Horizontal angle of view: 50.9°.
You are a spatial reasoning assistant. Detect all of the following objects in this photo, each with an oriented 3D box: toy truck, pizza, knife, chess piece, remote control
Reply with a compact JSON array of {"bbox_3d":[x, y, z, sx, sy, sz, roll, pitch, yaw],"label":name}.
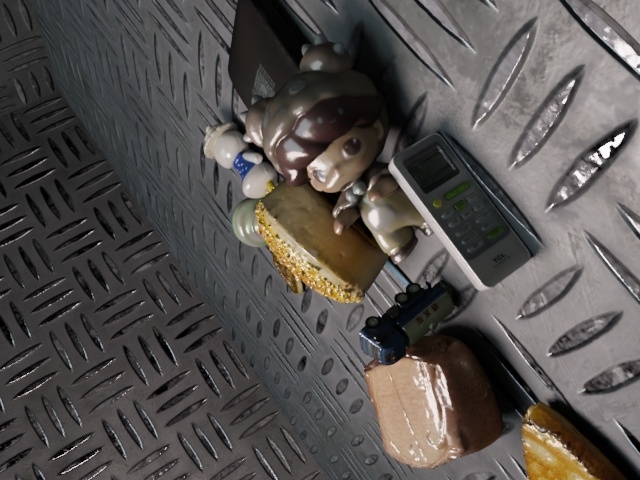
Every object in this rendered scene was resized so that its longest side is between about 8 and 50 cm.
[{"bbox_3d":[0.168,0.152,1.266,0.088,0.202,0.074,37,150,36],"label":"toy truck"},{"bbox_3d":[0.465,0.437,1.178,0.251,0.074,0.287,36,151,46],"label":"pizza"},{"bbox_3d":[0.121,0.024,1.456,0.313,0.019,0.044,50,165,20],"label":"knife"},{"bbox_3d":[-0.107,-0.041,1.750,0.272,0.139,0.139,9,128,50],"label":"chess piece"},{"bbox_3d":[0.213,-0.046,1.038,0.250,0.103,0.034,56,161,10],"label":"remote control"}]

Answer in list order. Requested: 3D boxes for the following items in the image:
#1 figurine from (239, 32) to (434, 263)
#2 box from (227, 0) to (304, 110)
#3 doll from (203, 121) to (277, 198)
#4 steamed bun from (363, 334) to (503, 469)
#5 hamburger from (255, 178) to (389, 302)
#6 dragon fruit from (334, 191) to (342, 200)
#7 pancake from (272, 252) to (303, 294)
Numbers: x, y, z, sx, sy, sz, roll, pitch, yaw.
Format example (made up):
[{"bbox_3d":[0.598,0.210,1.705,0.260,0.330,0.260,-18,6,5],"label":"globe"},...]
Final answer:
[{"bbox_3d":[0.052,-0.142,1.141,0.380,0.203,0.248,49,124,-3],"label":"figurine"},{"bbox_3d":[-0.086,-0.320,1.366,0.290,0.073,0.289,55,158,10],"label":"box"},{"bbox_3d":[-0.200,-0.202,1.739,0.293,0.119,0.138,44,147,20],"label":"doll"},{"bbox_3d":[0.240,0.312,1.360,0.301,0.199,0.251,-29,75,59],"label":"steamed bun"},{"bbox_3d":[0.000,0.000,1.343,0.302,0.170,0.302,39,-169,-9],"label":"hamburger"},{"bbox_3d":[0.088,-0.086,1.293,0.112,0.126,0.068,42,111,50],"label":"dragon fruit"},{"bbox_3d":[-0.097,0.097,2.023,0.158,0.028,0.158,50,158,28],"label":"pancake"}]
